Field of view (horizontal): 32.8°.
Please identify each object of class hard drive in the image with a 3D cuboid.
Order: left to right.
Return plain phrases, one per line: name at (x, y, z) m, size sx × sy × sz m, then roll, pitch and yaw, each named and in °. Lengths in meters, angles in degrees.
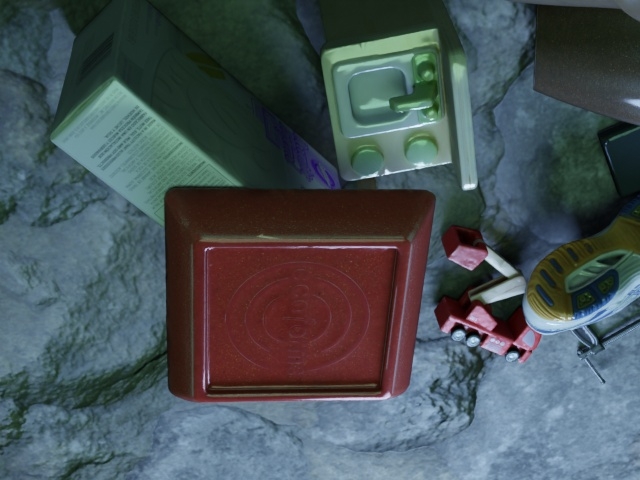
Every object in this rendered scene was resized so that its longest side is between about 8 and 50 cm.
hard drive at (0.407, -0.114, 1.295) m, size 0.135 × 0.022 × 0.094 m, roll -23°, pitch 124°, yaw 10°

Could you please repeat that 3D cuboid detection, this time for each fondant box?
fondant box at (-0.112, -0.088, 1.134) m, size 0.096 × 0.238 × 0.330 m, roll -39°, pitch 119°, yaw 18°

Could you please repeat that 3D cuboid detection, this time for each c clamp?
c clamp at (0.399, 0.106, 1.448) m, size 0.161 × 0.022 × 0.137 m, roll -38°, pitch 114°, yaw 21°

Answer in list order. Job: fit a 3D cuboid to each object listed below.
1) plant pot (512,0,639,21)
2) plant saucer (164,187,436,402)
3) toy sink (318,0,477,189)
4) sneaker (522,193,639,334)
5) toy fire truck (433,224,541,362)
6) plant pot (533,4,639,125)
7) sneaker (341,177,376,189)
plant pot at (0.248, -0.317, 1.005) m, size 0.229 × 0.263 × 0.263 m, roll 0°, pitch 138°, yaw 47°
plant saucer at (-0.023, 0.070, 1.077) m, size 0.259 × 0.047 × 0.258 m, roll 0°, pitch 124°, yaw -7°
toy sink at (0.069, -0.159, 1.105) m, size 0.131 × 0.234 × 0.152 m, roll -11°, pitch 125°, yaw 2°
sneaker at (0.377, 0.023, 1.347) m, size 0.296 × 0.112 × 0.131 m, roll -22°, pitch 161°, yaw -8°
toy fire truck at (0.217, 0.072, 1.389) m, size 0.192 × 0.047 × 0.135 m, roll 23°, pitch 118°, yaw -20°
plant pot at (0.340, -0.206, 1.134) m, size 0.230 × 0.215 × 0.215 m, roll 2°, pitch 125°, yaw 11°
sneaker at (0.000, 0.000, 1.308) m, size 0.086 × 0.064 × 0.192 m, roll 8°, pitch 126°, yaw -17°
